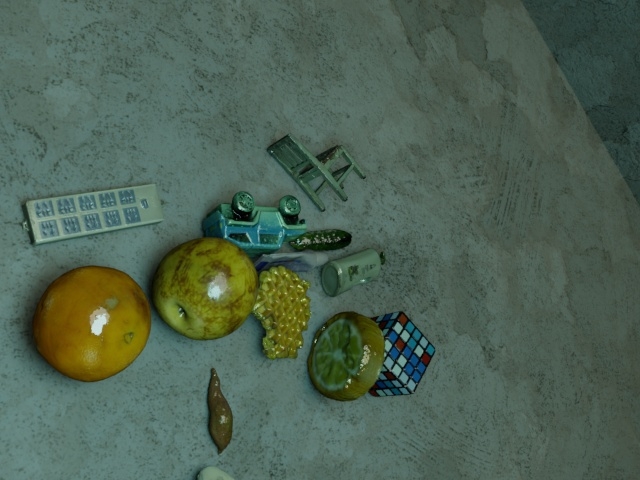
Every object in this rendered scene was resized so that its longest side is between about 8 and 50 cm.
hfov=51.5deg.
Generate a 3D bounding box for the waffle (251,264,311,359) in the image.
[{"bbox_3d":[-0.108,0.205,1.858,0.291,0.051,0.292,3,86,-60],"label":"waffle"}]

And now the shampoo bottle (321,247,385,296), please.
[{"bbox_3d":[0.116,0.091,2.075,0.234,0.087,0.118,-18,128,-38],"label":"shampoo bottle"}]

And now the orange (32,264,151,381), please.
[{"bbox_3d":[-0.512,0.186,1.501,0.261,0.261,0.261,10,72,-34],"label":"orange"}]

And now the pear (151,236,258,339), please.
[{"bbox_3d":[-0.286,0.117,1.676,0.280,0.280,0.281,10,72,-34],"label":"pear"}]

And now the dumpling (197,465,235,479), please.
[{"bbox_3d":[-0.222,0.722,1.612,0.242,0.187,0.318,19,64,-27],"label":"dumpling"}]

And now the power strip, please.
[{"bbox_3d":[-0.555,-0.070,1.669,0.367,0.043,0.106,-13,87,-37],"label":"power strip"}]

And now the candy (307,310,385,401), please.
[{"bbox_3d":[0.071,0.329,1.887,0.118,0.259,0.260,26,64,-31],"label":"candy"}]

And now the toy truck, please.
[{"bbox_3d":[-0.181,-0.040,1.859,0.278,0.155,0.156,3,73,-34],"label":"toy truck"}]

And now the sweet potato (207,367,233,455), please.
[{"bbox_3d":[-0.262,0.445,1.734,0.068,0.068,0.226,0,78,-36],"label":"sweet potato"}]

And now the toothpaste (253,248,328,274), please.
[{"bbox_3d":[-0.089,0.063,1.938,0.282,0.068,0.099,-2,122,-44],"label":"toothpaste"}]

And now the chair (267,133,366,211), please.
[{"bbox_3d":[-0.009,-0.241,2.051,0.270,0.136,0.147,48,54,-14],"label":"chair"}]

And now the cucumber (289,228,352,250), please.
[{"bbox_3d":[0.000,0.000,2.042,0.227,0.069,0.069,-4,81,-32],"label":"cucumber"}]

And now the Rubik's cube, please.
[{"bbox_3d":[0.203,0.349,2.021,0.182,0.187,0.184,48,53,-15],"label":"Rubik's cube"}]
